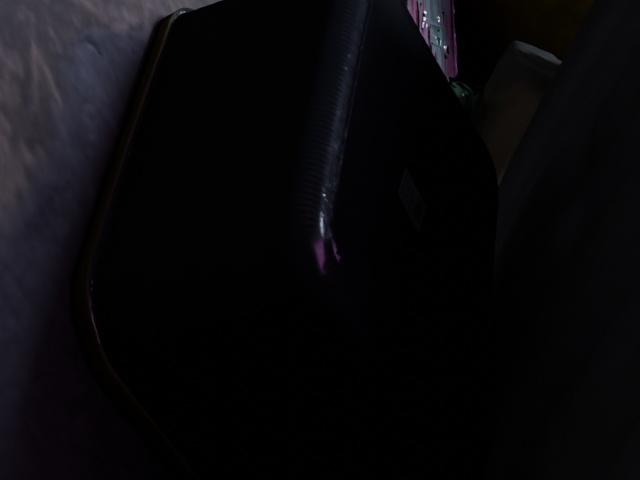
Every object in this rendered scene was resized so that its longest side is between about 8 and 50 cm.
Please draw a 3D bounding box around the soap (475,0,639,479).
[{"bbox_3d":[0.171,0.080,0.602,0.213,0.350,0.435,24,35,-8],"label":"soap"}]

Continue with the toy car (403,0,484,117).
[{"bbox_3d":[0.042,-0.111,0.868,0.069,0.055,0.142,3,84,-64],"label":"toy car"}]

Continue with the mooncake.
[{"bbox_3d":[0.103,-0.020,0.883,0.125,0.073,0.130,34,78,-48],"label":"mooncake"}]

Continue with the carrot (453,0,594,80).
[{"bbox_3d":[0.162,-0.201,0.972,0.341,0.241,0.241,62,25,-19],"label":"carrot"}]

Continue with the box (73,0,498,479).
[{"bbox_3d":[0.000,0.000,0.650,0.144,0.090,0.201,57,27,-31],"label":"box"}]
